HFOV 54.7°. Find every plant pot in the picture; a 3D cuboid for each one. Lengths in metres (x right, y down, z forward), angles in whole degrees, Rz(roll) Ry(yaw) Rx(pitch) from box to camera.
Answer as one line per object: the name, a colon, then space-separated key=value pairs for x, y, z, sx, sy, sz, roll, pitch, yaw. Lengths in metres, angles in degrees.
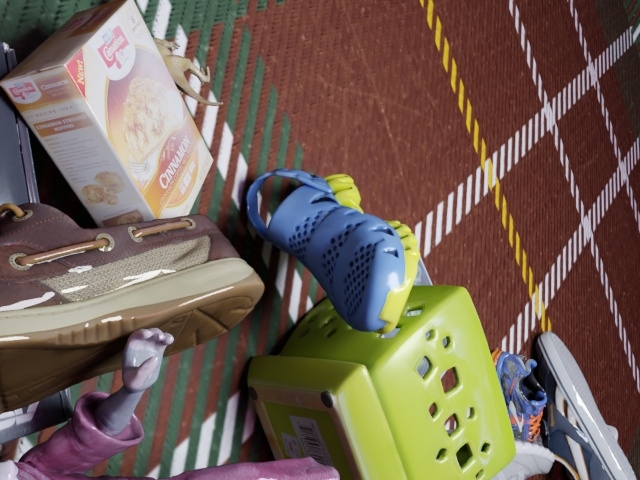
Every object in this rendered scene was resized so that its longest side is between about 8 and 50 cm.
plant pot: x=0.059 y=0.195 z=0.727 sx=0.207 sy=0.227 sz=0.228 roll=-26 pitch=101 yaw=-39

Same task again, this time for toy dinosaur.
toy dinosaur: x=-0.161 y=-0.183 z=0.660 sx=0.183 sy=0.053 sz=0.092 roll=49 pitch=11 yaw=12

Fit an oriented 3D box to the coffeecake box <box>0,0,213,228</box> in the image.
coffeecake box: x=-0.183 y=-0.105 z=0.576 sx=0.142 sy=0.068 sz=0.186 roll=-78 pitch=153 yaw=-47

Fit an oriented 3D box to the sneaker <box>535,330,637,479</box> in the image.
sneaker: x=0.473 y=0.340 z=1.204 sx=0.126 sy=0.127 sz=0.321 roll=21 pitch=43 yaw=-48

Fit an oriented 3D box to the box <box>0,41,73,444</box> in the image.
box: x=-0.384 y=0.018 z=0.390 sx=0.394 sy=0.097 sz=0.319 roll=-8 pitch=90 yaw=-48

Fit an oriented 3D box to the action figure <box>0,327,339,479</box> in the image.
action figure: x=-0.156 y=0.232 z=0.500 sx=0.370 sy=0.275 sz=0.248 roll=29 pitch=56 yaw=-30

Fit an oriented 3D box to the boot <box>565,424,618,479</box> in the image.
boot: x=0.584 y=0.478 z=1.327 sx=0.190 sy=0.069 sz=0.086 roll=-25 pitch=108 yaw=-37

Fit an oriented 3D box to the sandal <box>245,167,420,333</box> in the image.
sandal: x=0.000 y=0.000 z=0.696 sx=0.138 sy=0.317 sz=0.126 roll=13 pitch=105 yaw=-24

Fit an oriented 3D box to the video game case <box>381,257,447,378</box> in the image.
video game case: x=0.143 y=0.144 z=0.961 sx=0.173 sy=0.022 sz=0.191 roll=-40 pitch=110 yaw=-43

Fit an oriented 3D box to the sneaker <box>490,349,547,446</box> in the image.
sneaker: x=0.365 y=0.304 z=1.112 sx=0.083 sy=0.087 sz=0.221 roll=-27 pitch=102 yaw=-44

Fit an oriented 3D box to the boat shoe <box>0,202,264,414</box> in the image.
boat shoe: x=-0.205 y=0.037 z=0.451 sx=0.341 sy=0.123 sz=0.123 roll=-13 pitch=62 yaw=-39

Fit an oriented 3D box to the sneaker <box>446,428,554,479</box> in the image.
sneaker: x=0.268 y=0.372 z=1.007 sx=0.281 sy=0.105 sz=0.115 roll=13 pitch=85 yaw=-32
